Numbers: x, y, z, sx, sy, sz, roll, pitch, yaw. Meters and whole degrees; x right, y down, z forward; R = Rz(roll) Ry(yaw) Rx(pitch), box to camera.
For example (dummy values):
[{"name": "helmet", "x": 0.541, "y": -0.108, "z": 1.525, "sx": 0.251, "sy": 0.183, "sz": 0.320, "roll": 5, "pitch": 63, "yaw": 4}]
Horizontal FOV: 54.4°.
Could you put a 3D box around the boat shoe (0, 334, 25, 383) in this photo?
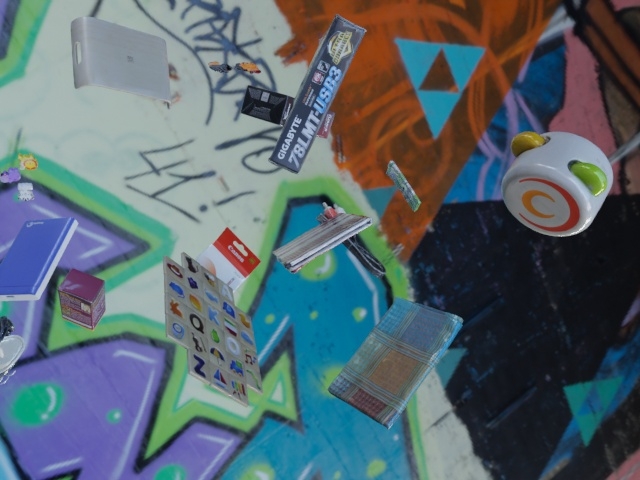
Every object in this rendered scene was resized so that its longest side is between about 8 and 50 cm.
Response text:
[{"name": "boat shoe", "x": -0.931, "y": 0.373, "z": 1.751, "sx": 0.095, "sy": 0.254, "sz": 0.079, "roll": 36, "pitch": -19, "yaw": 9}]

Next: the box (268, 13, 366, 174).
[{"name": "box", "x": -0.014, "y": -0.290, "z": 1.269, "sx": 0.073, "sy": 0.295, "sz": 0.293, "roll": 24, "pitch": 11, "yaw": -6}]

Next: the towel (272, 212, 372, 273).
[{"name": "towel", "x": 0.000, "y": 0.000, "z": 1.619, "sx": 0.037, "sy": 0.237, "sz": 0.329, "roll": 60, "pitch": -7, "yaw": -9}]

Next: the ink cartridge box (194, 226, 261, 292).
[{"name": "ink cartridge box", "x": -0.275, "y": 0.073, "z": 1.774, "sx": 0.145, "sy": 0.179, "sz": 0.045, "roll": 45, "pitch": 29, "yaw": 4}]

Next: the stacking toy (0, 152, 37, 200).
[{"name": "stacking toy", "x": -0.905, "y": -0.178, "z": 1.726, "sx": 0.167, "sy": 0.221, "sz": 0.052, "roll": -116, "pitch": -148, "yaw": -45}]

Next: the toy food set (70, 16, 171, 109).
[{"name": "toy food set", "x": -0.600, "y": -0.532, "z": 1.902, "sx": 0.092, "sy": 0.306, "sz": 0.219, "roll": -21, "pitch": -108, "yaw": 46}]

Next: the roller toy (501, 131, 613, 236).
[{"name": "roller toy", "x": 0.482, "y": -0.119, "z": 1.274, "sx": 0.209, "sy": 0.146, "sz": 0.191, "roll": 23, "pitch": -31, "yaw": 31}]

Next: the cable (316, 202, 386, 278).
[{"name": "cable", "x": 0.090, "y": -0.011, "z": 1.807, "sx": 0.139, "sy": 0.072, "sz": 0.287, "roll": 21, "pitch": 22, "yaw": -50}]

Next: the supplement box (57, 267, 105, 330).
[{"name": "supplement box", "x": -0.691, "y": 0.174, "z": 1.811, "sx": 0.104, "sy": 0.080, "sz": 0.188, "roll": 23, "pitch": -37, "yaw": -2}]

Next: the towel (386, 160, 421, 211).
[{"name": "towel", "x": 0.245, "y": -0.159, "z": 1.851, "sx": 0.152, "sy": 0.023, "sz": 0.113, "roll": 58, "pitch": 0, "yaw": 10}]

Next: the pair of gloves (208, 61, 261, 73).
[{"name": "pair of gloves", "x": -0.149, "y": -0.297, "z": 1.068, "sx": 0.074, "sy": 0.083, "sz": 0.010, "roll": -131, "pitch": -140, "yaw": -55}]

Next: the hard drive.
[{"name": "hard drive", "x": -0.970, "y": 0.059, "z": 2.092, "sx": 0.040, "sy": 0.210, "sz": 0.318, "roll": 66, "pitch": 27, "yaw": -47}]

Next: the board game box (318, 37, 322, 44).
[{"name": "board game box", "x": 0.055, "y": -0.582, "z": 1.813, "sx": 0.090, "sy": 0.090, "sz": 0.020, "roll": 7, "pitch": -81, "yaw": 61}]

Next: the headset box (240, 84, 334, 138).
[{"name": "headset box", "x": -0.108, "y": -0.467, "z": 2.289, "sx": 0.218, "sy": 0.110, "sz": 0.293, "roll": 24, "pitch": 12, "yaw": 38}]

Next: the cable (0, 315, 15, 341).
[{"name": "cable", "x": -0.753, "y": 0.232, "z": 1.390, "sx": 0.047, "sy": 0.150, "sz": 0.184, "roll": 50, "pitch": -22, "yaw": -13}]

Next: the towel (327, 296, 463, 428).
[{"name": "towel", "x": 0.210, "y": 0.330, "z": 1.776, "sx": 0.271, "sy": 0.370, "sz": 0.040, "roll": 16, "pitch": -30, "yaw": 53}]

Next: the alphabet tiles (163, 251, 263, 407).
[{"name": "alphabet tiles", "x": -0.229, "y": 0.181, "z": 1.326, "sx": 0.285, "sy": 0.011, "sz": 0.342, "roll": 43, "pitch": 19, "yaw": -38}]
